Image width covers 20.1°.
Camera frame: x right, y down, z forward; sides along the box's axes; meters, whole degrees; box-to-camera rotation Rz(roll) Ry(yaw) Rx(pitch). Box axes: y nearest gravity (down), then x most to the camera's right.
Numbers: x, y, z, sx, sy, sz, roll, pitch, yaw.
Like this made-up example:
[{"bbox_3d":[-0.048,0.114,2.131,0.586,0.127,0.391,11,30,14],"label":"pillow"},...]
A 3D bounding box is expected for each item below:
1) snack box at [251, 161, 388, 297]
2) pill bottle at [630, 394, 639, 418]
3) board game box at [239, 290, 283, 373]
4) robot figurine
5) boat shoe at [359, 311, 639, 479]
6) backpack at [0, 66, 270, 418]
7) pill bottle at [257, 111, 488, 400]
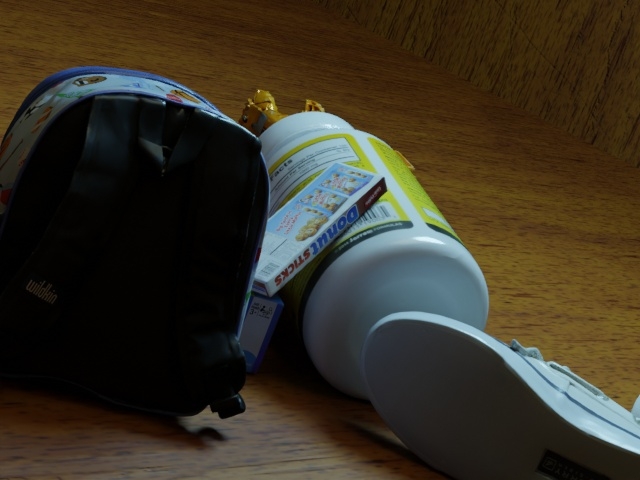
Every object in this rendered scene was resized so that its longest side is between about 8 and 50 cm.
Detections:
[{"bbox_3d":[-0.016,-0.013,1.704,0.064,0.022,0.178,18,47,38],"label":"snack box"},{"bbox_3d":[0.425,0.209,1.774,0.229,0.131,0.131,6,3,34],"label":"pill bottle"},{"bbox_3d":[-0.188,0.005,1.820,0.233,0.078,0.347,17,15,-18],"label":"board game box"},{"bbox_3d":[0.018,-0.124,2.598,0.211,0.085,0.291,7,20,-44],"label":"robot figurine"},{"bbox_3d":[0.210,0.168,1.695,0.367,0.136,0.156,26,14,4],"label":"boat shoe"},{"bbox_3d":[-0.169,-0.010,1.515,0.276,0.263,0.213,15,18,-28],"label":"backpack"},{"bbox_3d":[0.031,0.002,1.853,0.187,0.188,0.334,15,24,-26],"label":"pill bottle"}]
